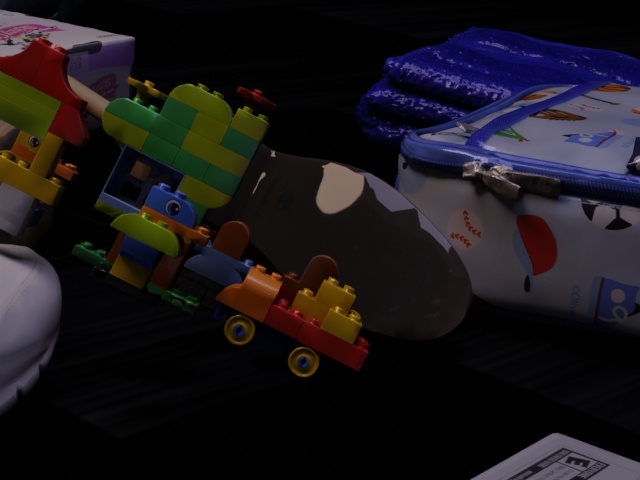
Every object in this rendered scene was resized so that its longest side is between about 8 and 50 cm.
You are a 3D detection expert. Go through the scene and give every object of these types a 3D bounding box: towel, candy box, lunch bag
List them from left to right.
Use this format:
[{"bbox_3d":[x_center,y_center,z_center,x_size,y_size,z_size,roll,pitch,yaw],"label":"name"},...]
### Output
[{"bbox_3d":[-0.262,-0.125,1.138,0.196,0.070,0.165,16,20,29],"label":"candy box"},{"bbox_3d":[0.173,-0.125,1.300,0.227,0.076,0.308,10,17,14],"label":"towel"},{"bbox_3d":[0.180,-0.027,0.925,0.243,0.115,0.303,12,16,25],"label":"lunch bag"}]

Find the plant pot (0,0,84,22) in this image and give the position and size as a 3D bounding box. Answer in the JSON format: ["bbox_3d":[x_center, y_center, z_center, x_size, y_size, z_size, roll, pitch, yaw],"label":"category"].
[{"bbox_3d":[-0.387,-0.352,1.460,0.334,0.341,0.341,25,23,24],"label":"plant pot"}]

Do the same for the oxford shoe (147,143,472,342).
[{"bbox_3d":[0.000,0.000,0.845,0.212,0.076,0.076,29,-13,32],"label":"oxford shoe"}]

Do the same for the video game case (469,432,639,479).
[{"bbox_3d":[0.112,0.127,0.540,0.173,0.022,0.190,17,19,33],"label":"video game case"}]

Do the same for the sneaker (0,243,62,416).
[{"bbox_3d":[-0.210,0.011,0.583,0.111,0.129,0.297,11,7,36],"label":"sneaker"}]

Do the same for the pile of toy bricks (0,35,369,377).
[{"bbox_3d":[-0.061,-0.026,0.707,0.212,0.105,0.118,27,2,-1],"label":"pile of toy bricks"}]

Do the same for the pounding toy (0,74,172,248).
[{"bbox_3d":[-0.173,-0.034,0.836,0.206,0.094,0.181,10,16,3],"label":"pounding toy"}]
